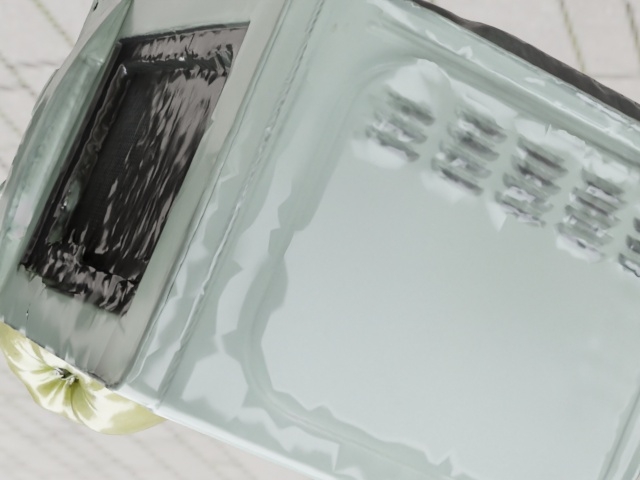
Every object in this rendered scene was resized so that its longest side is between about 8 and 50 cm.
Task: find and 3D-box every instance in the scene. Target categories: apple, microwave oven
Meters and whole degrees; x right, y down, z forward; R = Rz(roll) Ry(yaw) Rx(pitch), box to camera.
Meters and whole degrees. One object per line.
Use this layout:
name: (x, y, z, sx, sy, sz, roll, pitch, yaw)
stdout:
apple: (-0.149, 0.046, 1.311, 0.200, 0.200, 0.200, 5, 156, 2)
microwave oven: (0.000, 0.000, 0.515, 0.162, 0.122, 0.208, 24, 176, -21)
